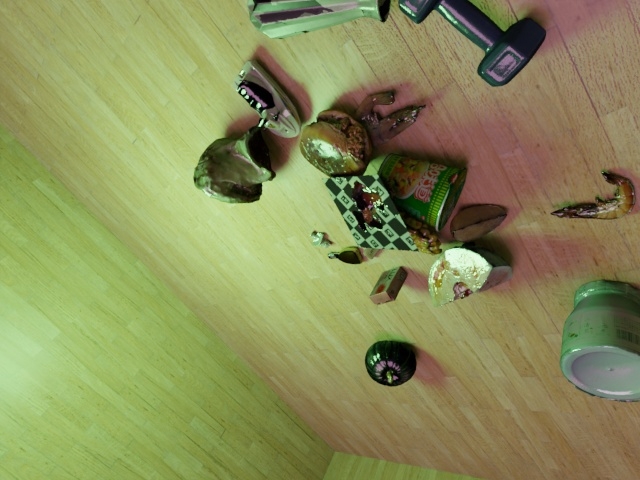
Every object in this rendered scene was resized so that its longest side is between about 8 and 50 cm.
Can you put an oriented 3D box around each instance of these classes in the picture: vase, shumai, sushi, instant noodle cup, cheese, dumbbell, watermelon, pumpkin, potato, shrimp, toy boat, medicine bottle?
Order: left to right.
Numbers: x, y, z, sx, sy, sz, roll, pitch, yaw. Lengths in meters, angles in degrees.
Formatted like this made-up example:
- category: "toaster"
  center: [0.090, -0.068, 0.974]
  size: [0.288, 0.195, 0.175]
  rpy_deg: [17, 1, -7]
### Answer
- category: "shumai"
  center: [-0.301, -0.318, 1.526]
  size: [0.291, 0.330, 0.289]
  rpy_deg: [7, 125, -24]
- category: "toy boat"
  center: [-0.180, -0.450, 1.367]
  size: [0.140, 0.140, 0.270]
  rpy_deg: [-31, 95, 48]
- category: "vase"
  center: [-0.008, -0.612, 1.067]
  size: [0.360, 0.165, 0.165]
  rpy_deg: [9, 135, 24]
- category: "cheese"
  center: [0.098, 0.067, 1.762]
  size: [0.162, 0.036, 0.086]
  rpy_deg: [-3, 131, 37]
- category: "sushi"
  center: [0.167, -0.095, 1.311]
  size: [0.294, 0.059, 0.292]
  rpy_deg: [7, 133, 55]
- category: "shrimp"
  center: [0.195, -0.377, 1.232]
  size: [0.145, 0.059, 0.254]
  rpy_deg: [53, 144, -6]
- category: "pumpkin"
  center: [0.337, 0.597, 1.995]
  size: [0.249, 0.216, 0.250]
  rpy_deg: [3, 118, 5]
- category: "instant noodle cup"
  center: [0.299, -0.168, 1.275]
  size: [0.232, 0.207, 0.207]
  rpy_deg: [27, 141, 23]
- category: "watermelon"
  center: [0.512, 0.097, 1.430]
  size: [0.322, 0.188, 0.175]
  rpy_deg: [-38, 71, 55]
- category: "dumbbell"
  center: [0.336, -0.498, 0.938]
  size: [0.324, 0.160, 0.144]
  rpy_deg: [38, 173, -4]
- category: "potato"
  center: [0.496, -0.065, 1.331]
  size: [0.171, 0.089, 0.101]
  rpy_deg: [-22, 142, 12]
- category: "shrimp"
  center: [0.733, -0.117, 1.121]
  size: [0.195, 0.035, 0.148]
  rpy_deg: [-1, 132, 27]
- category: "medicine bottle"
  center: [0.864, 0.287, 1.240]
  size: [0.244, 0.290, 0.245]
  rpy_deg: [19, 137, 19]

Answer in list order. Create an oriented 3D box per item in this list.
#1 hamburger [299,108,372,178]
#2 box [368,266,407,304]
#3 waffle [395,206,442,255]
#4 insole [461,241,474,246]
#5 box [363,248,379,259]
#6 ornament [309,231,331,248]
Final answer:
- category: "hamburger"
  center: [0.055, -0.289, 1.324]
  size: [0.286, 0.146, 0.243]
  rpy_deg: [17, 151, 47]
- category: "box"
  center: [0.272, 0.183, 1.663]
  size: [0.060, 0.156, 0.111]
  rpy_deg: [45, 143, -14]
- category: "waffle"
  center: [0.282, -0.043, 1.427]
  size: [0.300, 0.058, 0.281]
  rpy_deg: [32, 172, 20]
- category: "insole"
  center: [0.512, 0.047, 1.474]
  size: [0.045, 0.002, 0.135]
  rpy_deg: [23, 139, 15]
- category: "box"
  center: [0.211, 0.031, 1.655]
  size: [0.048, 0.025, 0.115]
  rpy_deg: [32, 140, 2]
- category: "ornament"
  center: [-0.003, -0.001, 1.762]
  size: [0.068, 0.041, 0.092]
  rpy_deg: [-29, 100, 24]
